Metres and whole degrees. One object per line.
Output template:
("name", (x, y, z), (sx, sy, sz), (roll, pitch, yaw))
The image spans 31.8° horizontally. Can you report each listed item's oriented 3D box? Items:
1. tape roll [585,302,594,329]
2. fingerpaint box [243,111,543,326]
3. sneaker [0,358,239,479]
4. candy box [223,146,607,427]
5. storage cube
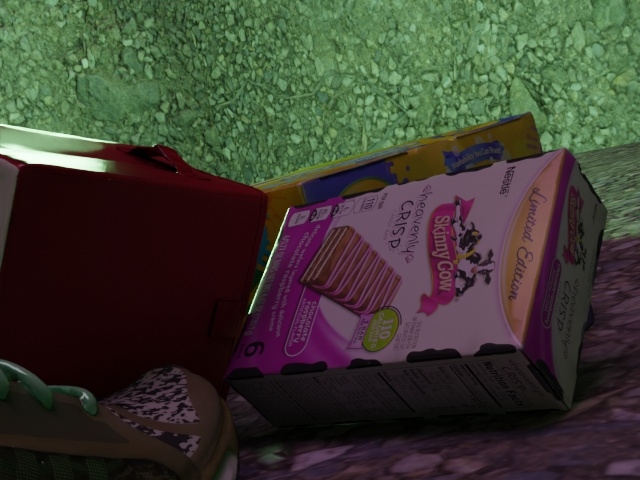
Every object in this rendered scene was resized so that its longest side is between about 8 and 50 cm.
("tape roll", (0.120, 0.045, 0.910), (0.189, 0.080, 0.189), (-14, 6, 1))
("fingerpaint box", (0.000, 0.000, 1.271), (0.371, 0.163, 0.445), (-11, 6, 39))
("sneaker", (-0.173, 0.099, 0.539), (0.158, 0.182, 0.410), (-12, 5, 24))
("candy box", (0.062, 0.037, 0.755), (0.233, 0.071, 0.159), (-11, 46, 36))
("storage cube", (-0.181, 0.029, 0.802), (0.193, 0.214, 0.184), (7, 11, -41))
